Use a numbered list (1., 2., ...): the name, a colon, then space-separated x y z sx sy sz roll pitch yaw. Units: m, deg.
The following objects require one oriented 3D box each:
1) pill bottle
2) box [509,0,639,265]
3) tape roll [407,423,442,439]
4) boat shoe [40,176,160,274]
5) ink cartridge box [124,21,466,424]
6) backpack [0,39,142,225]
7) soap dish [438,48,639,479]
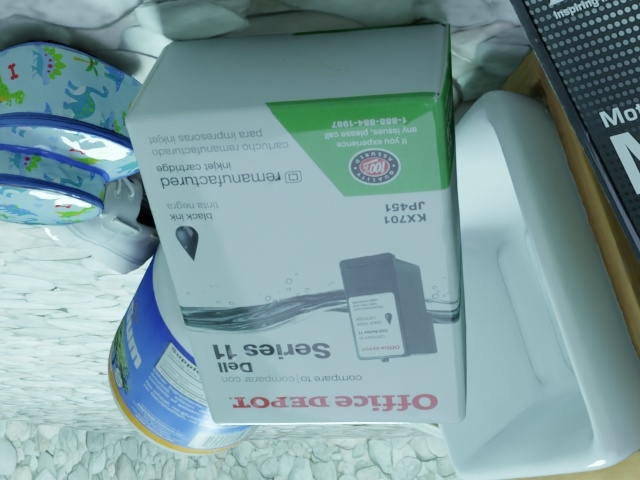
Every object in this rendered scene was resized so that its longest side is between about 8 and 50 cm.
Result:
1. pill bottle: -0.065 0.054 0.741 0.152 0.152 0.272 7 148 -21
2. box: 0.223 -0.059 0.320 0.270 0.060 0.216 -13 118 41
3. tape roll: 0.110 0.141 0.968 0.392 0.072 0.392 23 167 6
4. boat shoe: -0.156 -0.024 0.692 0.063 0.066 0.184 -35 153 3
5. ink cartridge box: 0.000 0.000 0.521 0.153 0.087 0.208 -3 126 11
6. backpack: -0.155 -0.055 0.536 0.114 0.084 0.105 -14 160 36
7. soap dish: 0.145 0.037 0.611 0.118 0.229 0.291 -13 167 -13
